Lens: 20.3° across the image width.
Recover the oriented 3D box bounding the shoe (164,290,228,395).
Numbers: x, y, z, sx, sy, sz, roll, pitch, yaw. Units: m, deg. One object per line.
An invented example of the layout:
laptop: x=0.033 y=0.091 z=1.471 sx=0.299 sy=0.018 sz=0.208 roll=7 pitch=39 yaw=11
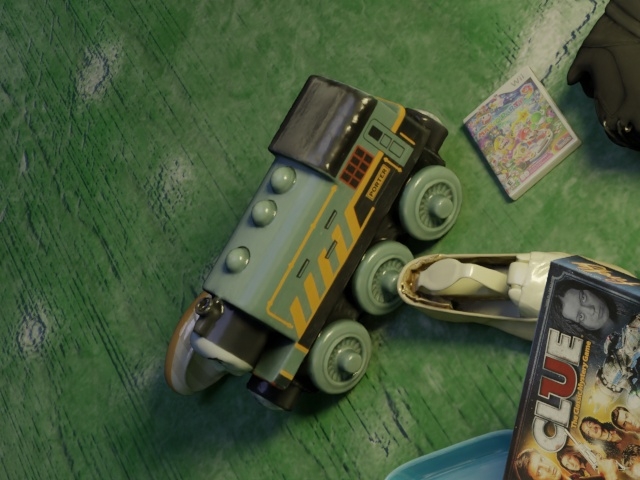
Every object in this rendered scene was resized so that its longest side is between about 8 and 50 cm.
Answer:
shoe: x=-0.083 y=0.073 z=1.847 sx=0.219 sy=0.076 sz=0.058 roll=-54 pitch=38 yaw=0

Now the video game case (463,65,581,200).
video game case: x=0.197 y=-0.107 z=1.751 sx=0.087 sy=0.011 sz=0.122 roll=-42 pitch=45 yaw=16

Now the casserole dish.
casserole dish: x=0.128 y=0.239 z=1.587 sx=0.188 sy=0.037 sz=0.114 roll=-24 pitch=52 yaw=31

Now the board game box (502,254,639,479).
board game box: x=0.235 y=0.153 z=1.424 sx=0.165 sy=0.042 sz=0.243 roll=22 pitch=111 yaw=37

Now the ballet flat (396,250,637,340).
ballet flat: x=0.173 y=0.045 z=1.630 sx=0.248 sy=0.086 sz=0.086 roll=0 pitch=66 yaw=42

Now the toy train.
toy train: x=0.000 y=0.000 z=1.732 sx=0.142 sy=0.190 sz=0.334 roll=27 pitch=85 yaw=48

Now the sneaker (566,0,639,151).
sneaker: x=0.321 y=-0.122 z=1.597 sx=0.130 sy=0.109 sz=0.286 roll=-53 pitch=33 yaw=13
